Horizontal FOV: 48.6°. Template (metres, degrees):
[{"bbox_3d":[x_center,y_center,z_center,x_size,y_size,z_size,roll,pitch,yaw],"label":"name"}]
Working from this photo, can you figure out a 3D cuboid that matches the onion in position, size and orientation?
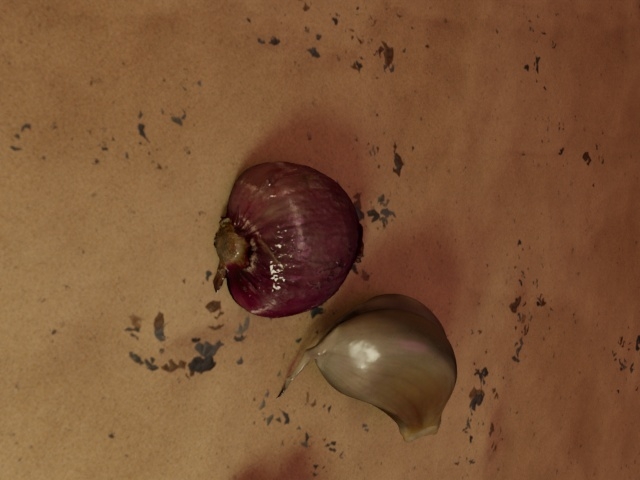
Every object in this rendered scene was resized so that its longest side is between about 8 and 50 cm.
[{"bbox_3d":[0.000,0.000,1.222,0.348,0.159,0.268,-2,95,-41],"label":"onion"}]

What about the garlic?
[{"bbox_3d":[0.112,0.204,1.343,0.339,0.232,0.246,23,119,-24],"label":"garlic"}]
